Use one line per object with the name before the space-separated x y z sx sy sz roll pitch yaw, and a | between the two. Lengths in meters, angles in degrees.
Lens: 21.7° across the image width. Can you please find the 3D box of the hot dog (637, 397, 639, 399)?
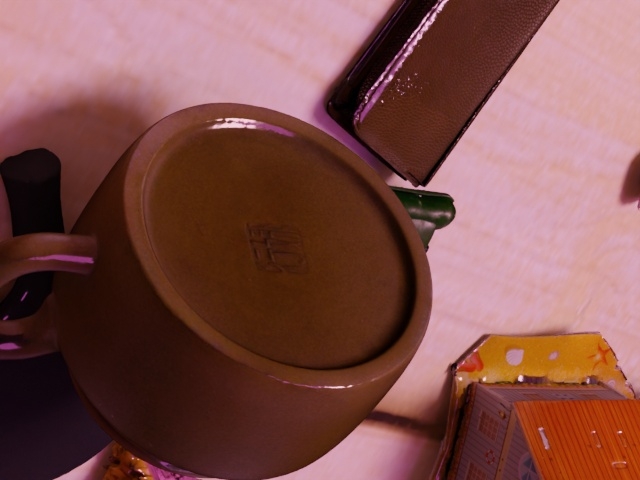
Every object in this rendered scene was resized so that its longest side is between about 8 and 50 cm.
hot dog | 0.234 0.188 1.418 0.188 0.055 0.072 -32 167 -16

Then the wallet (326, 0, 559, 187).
wallet | 0.092 -0.134 1.049 0.198 0.031 0.110 -53 141 0

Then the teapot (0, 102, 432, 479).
teapot | -0.068 0.046 0.892 0.267 0.185 0.175 8 139 -29

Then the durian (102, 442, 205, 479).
durian | -0.073 0.255 1.132 0.260 0.154 0.186 19 129 -42

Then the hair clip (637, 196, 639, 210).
hair clip | 0.293 -0.061 1.312 0.137 0.022 0.054 -18 131 -36

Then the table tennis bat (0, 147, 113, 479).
table tennis bat | -0.153 0.050 0.952 0.150 0.027 0.236 -28 137 -30

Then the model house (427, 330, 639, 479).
model house | 0.204 0.187 1.274 0.219 0.136 0.207 5 105 -31

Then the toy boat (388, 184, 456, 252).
toy boat | 0.000 0.000 1.044 0.210 0.052 0.104 6 134 -46
